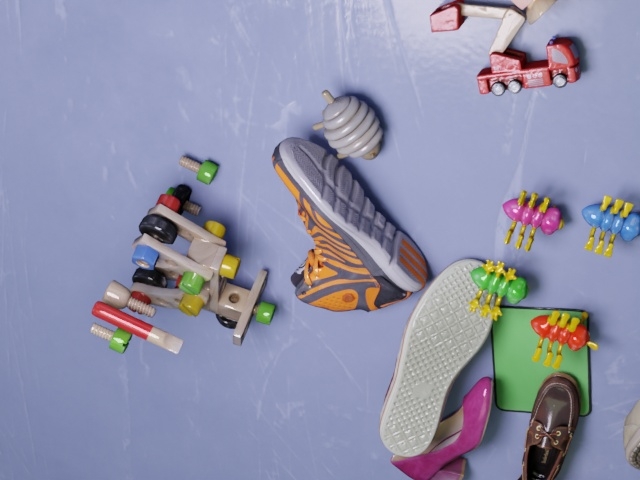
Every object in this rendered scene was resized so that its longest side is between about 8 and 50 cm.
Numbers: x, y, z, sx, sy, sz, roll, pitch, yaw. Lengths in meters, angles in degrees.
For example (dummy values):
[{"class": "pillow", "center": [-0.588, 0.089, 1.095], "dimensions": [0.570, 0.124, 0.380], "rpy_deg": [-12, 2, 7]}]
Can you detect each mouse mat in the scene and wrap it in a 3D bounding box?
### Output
[{"class": "mouse mat", "center": [0.341, 0.187, 1.964], "dimensions": [0.152, 0.007, 0.190], "rpy_deg": [2, 114, 19]}]

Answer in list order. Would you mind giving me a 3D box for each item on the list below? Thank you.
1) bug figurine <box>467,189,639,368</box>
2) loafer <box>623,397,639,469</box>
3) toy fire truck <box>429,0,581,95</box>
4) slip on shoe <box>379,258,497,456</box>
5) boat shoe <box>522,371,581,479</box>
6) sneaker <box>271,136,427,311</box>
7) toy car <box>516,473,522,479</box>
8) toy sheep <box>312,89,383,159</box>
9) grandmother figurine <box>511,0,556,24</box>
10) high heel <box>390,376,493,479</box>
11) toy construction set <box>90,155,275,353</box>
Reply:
[{"class": "bug figurine", "center": [0.343, 0.037, 1.849], "dimensions": [0.216, 0.072, 0.279], "rpy_deg": [22, 113, 2]}, {"class": "loafer", "center": [0.532, 0.217, 1.862], "dimensions": [0.102, 0.092, 0.268], "rpy_deg": [31, 108, -28]}, {"class": "toy fire truck", "center": [0.257, -0.272, 1.752], "dimensions": [0.192, 0.047, 0.135], "rpy_deg": [-5, 111, 21]}, {"class": "slip on shoe", "center": [0.175, 0.174, 1.964], "dimensions": [0.123, 0.101, 0.331], "rpy_deg": [19, 107, -4]}, {"class": "boat shoe", "center": [0.357, 0.304, 1.970], "dimensions": [0.073, 0.073, 0.207], "rpy_deg": [13, 120, 16]}, {"class": "sneaker", "center": [0.000, 0.000, 1.908], "dimensions": [0.180, 0.124, 0.321], "rpy_deg": [-30, 113, 30]}, {"class": "toy car", "center": [0.362, 0.416, 2.036], "dimensions": [0.122, 0.060, 0.040], "rpy_deg": [19, 130, 11]}, {"class": "toy sheep", "center": [0.042, -0.168, 1.857], "dimensions": [0.091, 0.091, 0.132], "rpy_deg": [-30, 120, 28]}, {"class": "grandmother figurine", "center": [0.192, -0.439, 1.674], "dimensions": [0.208, 0.104, 0.342], "rpy_deg": [-44, 92, 3]}, {"class": "high heel", "center": [0.197, 0.297, 2.026], "dimensions": [0.117, 0.082, 0.244], "rpy_deg": [17, 132, 0]}, {"class": "toy construction set", "center": [-0.187, 0.079, 1.946], "dimensions": [0.237, 0.309, 0.257], "rpy_deg": [25, 128, 1]}]
